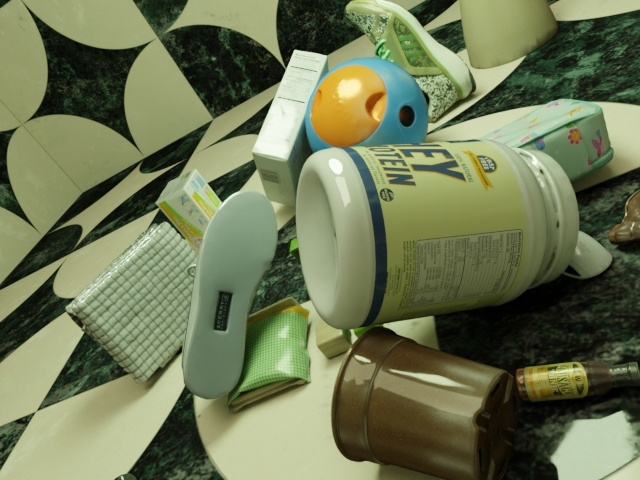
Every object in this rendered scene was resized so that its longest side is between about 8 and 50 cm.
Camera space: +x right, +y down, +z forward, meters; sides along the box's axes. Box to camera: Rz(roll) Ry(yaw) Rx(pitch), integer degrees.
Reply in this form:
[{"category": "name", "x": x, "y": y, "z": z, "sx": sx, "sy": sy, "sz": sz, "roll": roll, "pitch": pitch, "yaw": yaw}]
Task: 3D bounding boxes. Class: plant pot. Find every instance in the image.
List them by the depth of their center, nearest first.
[{"category": "plant pot", "x": 0.127, "y": 0.195, "z": 0.603, "sx": 0.165, "sy": 0.167, "sz": 0.167, "roll": 4, "pitch": 45, "yaw": 38}, {"category": "plant pot", "x": 0.499, "y": -0.674, "z": 1.472, "sx": 0.256, "sy": 0.274, "sz": 0.256, "roll": -25, "pitch": 29, "yaw": 15}]

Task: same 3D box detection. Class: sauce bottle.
[{"category": "sauce bottle", "x": 0.292, "y": 0.158, "z": 0.597, "sx": 0.128, "sy": 0.042, "sz": 0.042, "roll": -18, "pitch": 31, "yaw": 29}]

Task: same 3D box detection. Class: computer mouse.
[{"category": "computer mouse", "x": 0.350, "y": -0.002, "z": 0.793, "sx": 0.106, "sy": 0.042, "sz": 0.193, "roll": -36, "pitch": 27, "yaw": -8}]

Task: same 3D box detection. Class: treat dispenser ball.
[{"category": "treat dispenser ball", "x": 0.108, "y": -0.279, "z": 1.231, "sx": 0.288, "sy": 0.288, "sz": 0.288, "roll": -25, "pitch": 28, "yaw": 15}]

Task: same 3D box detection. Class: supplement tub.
[{"category": "supplement tub", "x": 0.147, "y": -0.016, "z": 0.714, "sx": 0.325, "sy": 0.235, "sz": 0.235, "roll": -7, "pitch": 23, "yaw": -16}]

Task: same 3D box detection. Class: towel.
[{"category": "towel", "x": -0.372, "y": 0.132, "z": 1.136, "sx": 0.121, "sy": 0.235, "sz": 0.283, "roll": -6, "pitch": 37, "yaw": 47}]

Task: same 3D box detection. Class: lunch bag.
[{"category": "lunch bag", "x": 0.355, "y": -0.147, "z": 0.934, "sx": 0.279, "sy": 0.108, "sz": 0.224, "roll": -26, "pitch": 13, "yaw": 9}]

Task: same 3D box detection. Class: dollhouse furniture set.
[{"category": "dollhouse furniture set", "x": -0.062, "y": 0.128, "z": 0.900, "sx": 0.301, "sy": 0.151, "sz": 0.197, "roll": -27, "pitch": 28, "yaw": 13}]

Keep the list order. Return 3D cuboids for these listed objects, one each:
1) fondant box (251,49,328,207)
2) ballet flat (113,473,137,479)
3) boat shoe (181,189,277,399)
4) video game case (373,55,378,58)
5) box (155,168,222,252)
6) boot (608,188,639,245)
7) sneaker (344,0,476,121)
[{"category": "fondant box", "x": -0.063, "y": -0.287, "z": 1.373, "sx": 0.096, "sy": 0.238, "sz": 0.330, "roll": 15, "pitch": 67, "yaw": 11}, {"category": "ballet flat", "x": -0.325, "y": 0.443, "z": 0.799, "sx": 0.173, "sy": 0.057, "sz": 0.049, "roll": -74, "pitch": 7, "yaw": -53}, {"category": "boat shoe", "x": -0.175, "y": 0.093, "z": 0.951, "sx": 0.156, "sy": 0.136, "sz": 0.367, "roll": 160, "pitch": 121, "yaw": -65}, {"category": "video game case", "x": 0.157, "y": -0.412, "z": 1.498, "sx": 0.026, "sy": 0.196, "sz": 0.274, "roll": 13, "pitch": 49, "yaw": 30}, {"category": "box", "x": -0.345, "y": -0.077, "z": 1.474, "sx": 0.103, "sy": 0.203, "sz": 0.114, "roll": -22, "pitch": 31, "yaw": 22}, {"category": "boot", "x": 0.458, "y": -0.035, "z": 0.700, "sx": 0.106, "sy": 0.037, "sz": 0.114, "roll": -54, "pitch": 8, "yaw": -11}, {"category": "sneaker", "x": 0.207, "y": -0.472, "z": 1.382, "sx": 0.182, "sy": 0.410, "sz": 0.158, "roll": -51, "pitch": -3, "yaw": -4}]
